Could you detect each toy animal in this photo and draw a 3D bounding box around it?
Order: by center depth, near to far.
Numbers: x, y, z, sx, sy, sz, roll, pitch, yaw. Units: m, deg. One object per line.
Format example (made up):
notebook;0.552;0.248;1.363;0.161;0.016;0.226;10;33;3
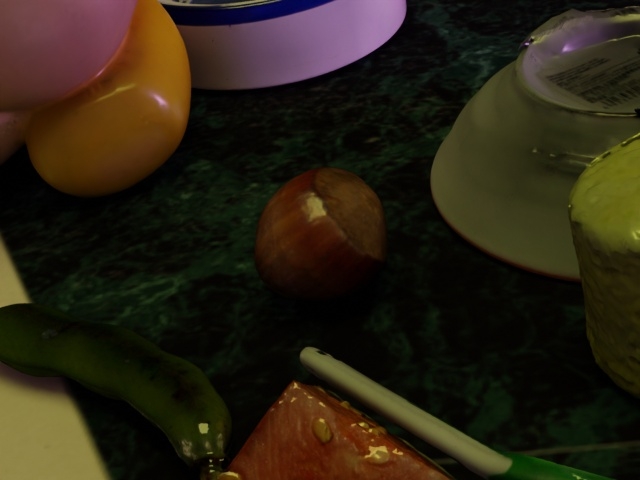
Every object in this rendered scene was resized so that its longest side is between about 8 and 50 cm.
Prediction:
toy animal;-0.269;-0.177;0.863;0.345;0.247;0.277;-10;56;3

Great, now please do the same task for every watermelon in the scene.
watermelon;-0.009;0.104;0.535;0.135;0.094;0.125;-26;36;-24

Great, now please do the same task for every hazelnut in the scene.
hazelnut;0.000;0.000;0.717;0.086;0.086;0.086;-8;33;5

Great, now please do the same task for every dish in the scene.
dish;0.194;-0.081;0.765;0.260;0.085;0.260;-8;33;5

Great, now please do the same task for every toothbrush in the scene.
toothbrush;0.089;0.091;0.484;0.030;0.030;0.304;-31;32;-27

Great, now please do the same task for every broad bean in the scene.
broad bean;-0.112;0.074;0.662;0.069;0.039;0.227;-32;36;-30

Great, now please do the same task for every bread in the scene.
bread;0.180;0.008;0.608;0.111;0.114;0.129;8;45;35

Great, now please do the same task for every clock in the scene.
clock;-0.045;-0.206;1.035;0.230;0.083;0.230;-6;32;4
